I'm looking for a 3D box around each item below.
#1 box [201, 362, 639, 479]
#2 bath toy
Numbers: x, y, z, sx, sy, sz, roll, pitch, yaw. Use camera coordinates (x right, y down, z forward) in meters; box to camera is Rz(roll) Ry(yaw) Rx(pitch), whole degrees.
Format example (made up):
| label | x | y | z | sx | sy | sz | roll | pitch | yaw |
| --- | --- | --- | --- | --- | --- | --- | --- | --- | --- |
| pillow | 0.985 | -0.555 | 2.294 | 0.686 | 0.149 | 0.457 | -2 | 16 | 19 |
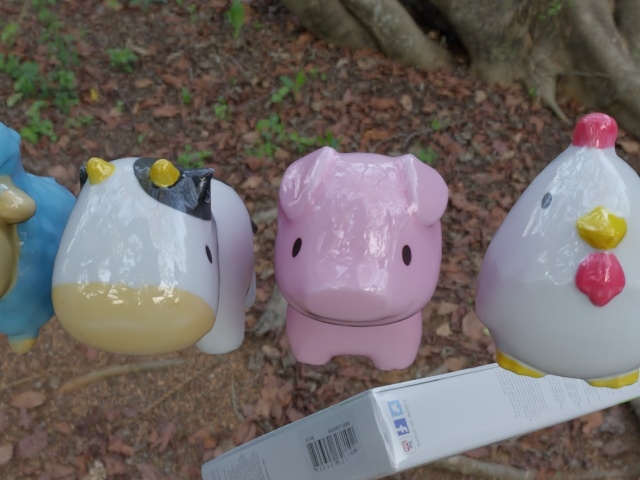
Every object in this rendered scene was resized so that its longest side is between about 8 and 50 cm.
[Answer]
| label | x | y | z | sx | sy | sz | roll | pitch | yaw |
| --- | --- | --- | --- | --- | --- | --- | --- | --- | --- |
| box | 0.095 | 0.153 | 0.664 | 0.322 | 0.232 | 0.058 | -1 | 67 | -39 |
| bath toy | 0.000 | 0.000 | 0.386 | 0.348 | 0.129 | 0.151 | 2 | 22 | 3 |
